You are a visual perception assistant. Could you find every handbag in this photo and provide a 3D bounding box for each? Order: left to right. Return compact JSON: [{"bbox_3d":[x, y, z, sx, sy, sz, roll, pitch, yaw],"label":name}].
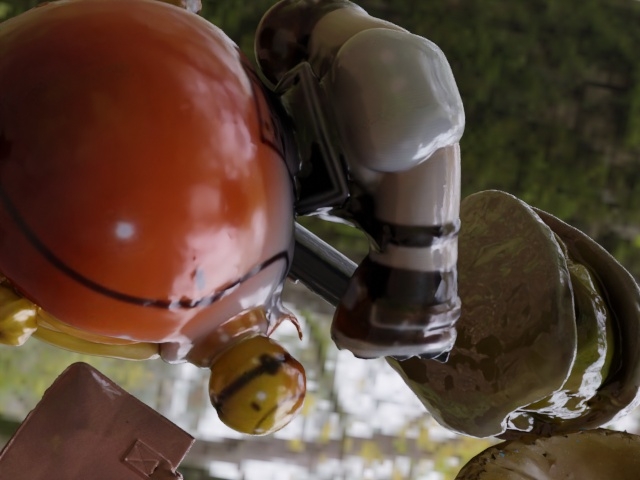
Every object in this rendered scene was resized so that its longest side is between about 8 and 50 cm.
[{"bbox_3d":[-0.228,0.234,1.793,0.212,0.157,0.059,-56,-179,-33],"label":"handbag"}]

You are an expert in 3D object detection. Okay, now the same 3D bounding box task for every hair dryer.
[{"bbox_3d":[0.000,0.000,1.314,0.128,0.255,0.070,-57,-158,-1],"label":"hair dryer"}]

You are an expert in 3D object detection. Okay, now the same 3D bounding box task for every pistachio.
[{"bbox_3d":[0.150,0.060,1.487,0.288,0.166,0.197,0,-95,59],"label":"pistachio"}]

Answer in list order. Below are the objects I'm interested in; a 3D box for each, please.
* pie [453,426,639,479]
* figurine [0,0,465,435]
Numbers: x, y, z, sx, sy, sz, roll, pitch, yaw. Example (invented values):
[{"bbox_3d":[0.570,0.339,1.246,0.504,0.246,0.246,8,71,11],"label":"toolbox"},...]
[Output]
[{"bbox_3d":[0.196,0.219,1.213,0.273,0.273,0.069,-96,-152,-47],"label":"pie"},{"bbox_3d":[-0.083,-0.043,1.114,0.196,0.323,0.320,114,-38,-57],"label":"figurine"}]
